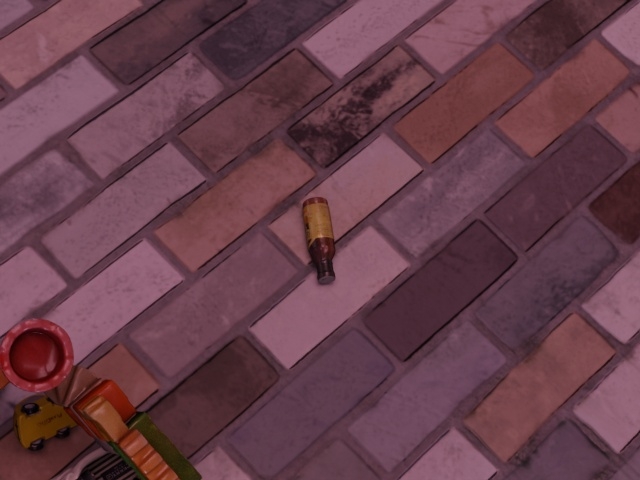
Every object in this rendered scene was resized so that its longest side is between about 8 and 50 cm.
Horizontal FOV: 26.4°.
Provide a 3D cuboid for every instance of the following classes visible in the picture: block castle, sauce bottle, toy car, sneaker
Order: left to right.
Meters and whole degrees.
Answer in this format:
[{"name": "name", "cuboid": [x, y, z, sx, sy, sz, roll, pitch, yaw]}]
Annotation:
[{"name": "toy car", "cuboid": [-0.436, 0.276, 1.755, 0.053, 0.239, 0.225, 13, 82, 43]}, {"name": "sneaker", "cuboid": [-0.322, 0.330, 1.756, 0.258, 0.091, 0.094, -38, 75, -23]}, {"name": "block castle", "cuboid": [-0.290, 0.339, 1.600, 0.303, 0.213, 0.453, -43, 99, -18]}, {"name": "sauce bottle", "cuboid": [0.000, 0.000, 1.997, 0.042, 0.042, 0.128, -3, 63, -10]}]
